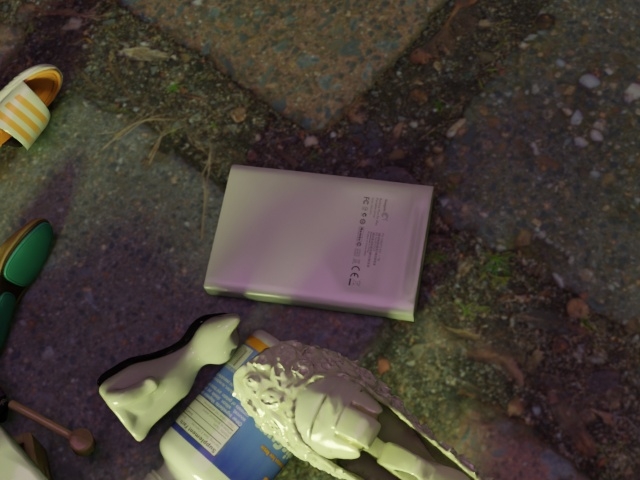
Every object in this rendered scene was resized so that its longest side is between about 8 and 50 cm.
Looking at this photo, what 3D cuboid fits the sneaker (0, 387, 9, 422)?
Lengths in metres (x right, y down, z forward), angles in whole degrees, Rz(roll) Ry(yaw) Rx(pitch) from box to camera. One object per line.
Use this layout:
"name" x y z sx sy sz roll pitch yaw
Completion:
"sneaker" -0.570 0.290 1.569 0.283 0.107 0.124 -40 85 1

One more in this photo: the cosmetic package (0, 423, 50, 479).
"cosmetic package" -0.472 0.441 1.374 0.377 0.097 0.284 -40 72 -17

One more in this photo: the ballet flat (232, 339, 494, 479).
"ballet flat" 0.083 0.255 1.382 0.409 0.147 0.147 35 75 -8

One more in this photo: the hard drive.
"hard drive" 0.000 0.000 1.630 0.308 0.040 0.203 7 69 12

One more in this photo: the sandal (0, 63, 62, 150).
"sandal" -0.495 -0.164 1.748 0.265 0.102 0.076 -43 69 0

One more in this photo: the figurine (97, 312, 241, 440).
"figurine" -0.195 0.166 1.509 0.209 0.215 0.092 -38 95 -12

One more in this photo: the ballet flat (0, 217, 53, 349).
"ballet flat" -0.481 0.064 1.661 0.073 0.080 0.232 13 70 25

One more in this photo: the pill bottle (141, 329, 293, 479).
"pill bottle" -0.116 0.266 1.480 0.152 0.152 0.272 36 78 20

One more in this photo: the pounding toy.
"pounding toy" -0.406 0.319 1.540 0.206 0.094 0.181 -17 63 -6
